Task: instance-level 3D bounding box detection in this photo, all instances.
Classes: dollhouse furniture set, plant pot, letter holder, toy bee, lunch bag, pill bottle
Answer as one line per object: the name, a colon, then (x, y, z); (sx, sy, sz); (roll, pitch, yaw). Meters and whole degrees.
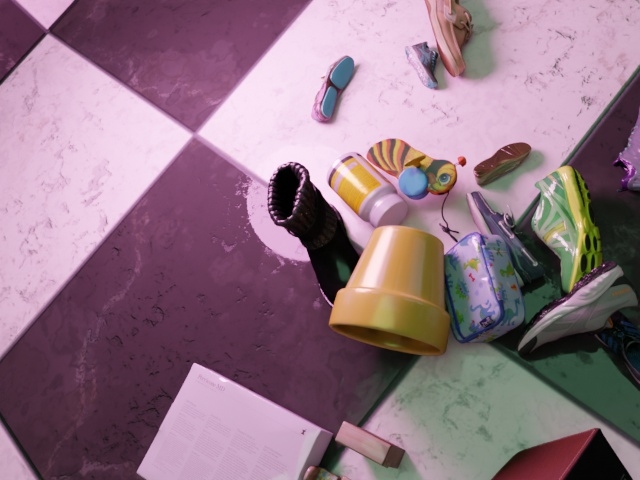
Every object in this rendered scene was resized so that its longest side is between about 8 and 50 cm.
dollhouse furniture set: (0.065, 0.514, 1.203); (0.212, 0.161, 0.242); (20, 75, 28)
plant pot: (0.167, 0.105, 1.289); (0.254, 0.254, 0.238); (7, 73, 24)
letter holder: (0.386, 0.490, 1.025); (0.214, 0.302, 0.152); (-40, 77, 45)
toy bee: (0.267, -0.163, 1.433); (0.298, 0.195, 0.162); (41, 99, -8)
lunch bag: (0.341, 0.107, 1.281); (0.090, 0.176, 0.218); (5, 61, -25)
pill bottle: (0.119, -0.122, 1.495); (0.119, 0.119, 0.208); (-41, 59, 0)

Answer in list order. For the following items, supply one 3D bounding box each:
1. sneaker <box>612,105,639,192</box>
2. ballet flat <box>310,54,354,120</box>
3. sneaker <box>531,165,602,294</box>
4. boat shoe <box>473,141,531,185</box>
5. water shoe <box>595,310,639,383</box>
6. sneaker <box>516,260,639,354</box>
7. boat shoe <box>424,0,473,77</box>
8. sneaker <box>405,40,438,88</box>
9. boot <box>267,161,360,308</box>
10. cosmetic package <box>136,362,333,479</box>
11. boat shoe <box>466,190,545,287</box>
sneaker: (0.711, -0.214, 1.327); (0.098, 0.083, 0.223); (-3, 67, 26)
ballet flat: (0.024, -0.444, 1.713); (0.079, 0.077, 0.221); (7, 69, 45)
sneaker: (0.541, -0.016, 1.306); (0.124, 0.110, 0.295); (-20, 62, 45)
boat shoe: (0.447, -0.188, 1.445); (0.153, 0.048, 0.056); (-33, 47, -3)
water shoe: (0.613, 0.198, 1.177); (0.073, 0.080, 0.203); (-36, 59, 3)
sneaker: (0.510, 0.161, 1.188); (0.108, 0.100, 0.271); (50, 121, 8)
boat shoe: (0.360, -0.599, 1.615); (0.110, 0.121, 0.340); (-15, 61, 16)
sneaker: (0.295, -0.493, 1.629); (0.076, 0.065, 0.166); (-24, 62, 5)
boot: (-0.004, 0.001, 1.405); (0.131, 0.260, 0.347); (-29, 60, 7)
cosmetic package: (-0.200, 0.490, 1.357); (0.378, 0.097, 0.284); (20, 77, 28)
boat shoe: (0.417, -0.015, 1.343); (0.079, 0.095, 0.254); (-29, 61, 9)
